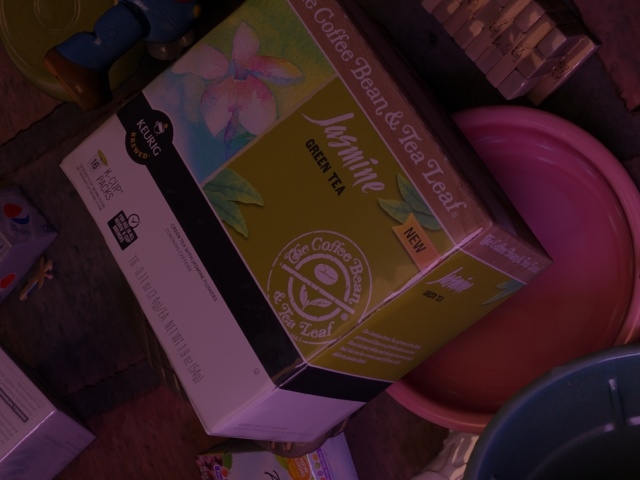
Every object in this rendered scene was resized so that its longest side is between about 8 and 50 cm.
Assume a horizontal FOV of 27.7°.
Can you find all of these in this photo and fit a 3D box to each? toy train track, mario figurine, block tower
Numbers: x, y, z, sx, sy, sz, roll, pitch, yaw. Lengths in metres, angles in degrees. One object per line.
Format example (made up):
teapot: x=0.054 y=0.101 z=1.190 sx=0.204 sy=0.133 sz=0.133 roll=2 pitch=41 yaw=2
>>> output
toy train track: x=-0.366 y=0.053 z=1.682 sx=0.083 sy=0.014 sz=0.048 roll=-42 pitch=40 yaw=36
mario figurine: x=-0.140 y=-0.254 z=1.413 sx=0.320 sy=0.170 sz=0.198 roll=-42 pitch=45 yaw=5
block tower: x=0.133 y=-0.287 z=1.316 sx=0.335 sy=0.097 sz=0.091 roll=49 pitch=118 yaw=10

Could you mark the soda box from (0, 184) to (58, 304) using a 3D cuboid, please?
soda box: x=-0.471 y=0.058 z=1.693 sx=0.091 sy=0.098 sz=0.286 roll=49 pitch=117 yaw=10

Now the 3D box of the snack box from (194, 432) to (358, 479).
snack box: x=-0.039 y=0.314 z=1.503 sx=0.207 sy=0.070 sz=0.174 roll=-15 pitch=95 yaw=45

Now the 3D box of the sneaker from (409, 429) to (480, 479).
sneaker: x=0.181 y=0.196 z=1.399 sx=0.232 sy=0.090 sz=0.115 roll=-37 pitch=75 yaw=19

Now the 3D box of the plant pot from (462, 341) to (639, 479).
plant pot: x=0.320 y=0.327 z=1.174 sx=0.341 sy=0.341 sz=0.334 roll=7 pitch=135 yaw=26

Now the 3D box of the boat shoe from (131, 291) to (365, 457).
boat shoe: x=-0.086 y=0.131 z=1.495 sx=0.355 sy=0.130 sz=0.132 roll=33 pitch=123 yaw=38

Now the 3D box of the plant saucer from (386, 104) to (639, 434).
plant saucer: x=0.182 y=0.031 z=1.323 sx=0.332 sy=0.084 sz=0.332 roll=-3 pitch=83 yaw=25

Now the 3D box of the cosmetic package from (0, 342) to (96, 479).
cosmetic package: x=-0.419 y=0.258 z=1.585 sx=0.225 sy=0.224 sz=0.138 roll=-43 pitch=76 yaw=-10

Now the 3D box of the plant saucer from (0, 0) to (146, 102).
plant saucer: x=-0.314 y=-0.287 z=1.580 sx=0.241 sy=0.037 sz=0.241 roll=6 pitch=103 yaw=27

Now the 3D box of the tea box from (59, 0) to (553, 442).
tea box: x=-0.014 y=-0.028 z=1.252 sx=0.323 sy=0.220 sz=0.329 roll=-39 pitch=67 yaw=13
